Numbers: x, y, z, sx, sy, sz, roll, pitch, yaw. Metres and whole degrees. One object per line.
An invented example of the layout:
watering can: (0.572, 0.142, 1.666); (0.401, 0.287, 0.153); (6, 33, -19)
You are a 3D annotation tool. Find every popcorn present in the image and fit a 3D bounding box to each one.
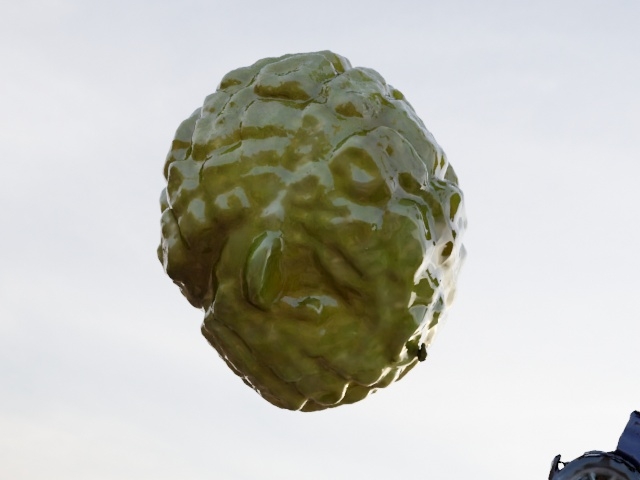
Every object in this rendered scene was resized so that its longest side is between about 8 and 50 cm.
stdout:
popcorn: (0.000, 0.000, 0.834); (0.237, 0.205, 0.251); (60, -1, 21)

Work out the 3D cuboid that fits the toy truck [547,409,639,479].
toy truck: (0.137, 0.227, 0.513); (0.155, 0.268, 0.124); (22, -20, 20)
